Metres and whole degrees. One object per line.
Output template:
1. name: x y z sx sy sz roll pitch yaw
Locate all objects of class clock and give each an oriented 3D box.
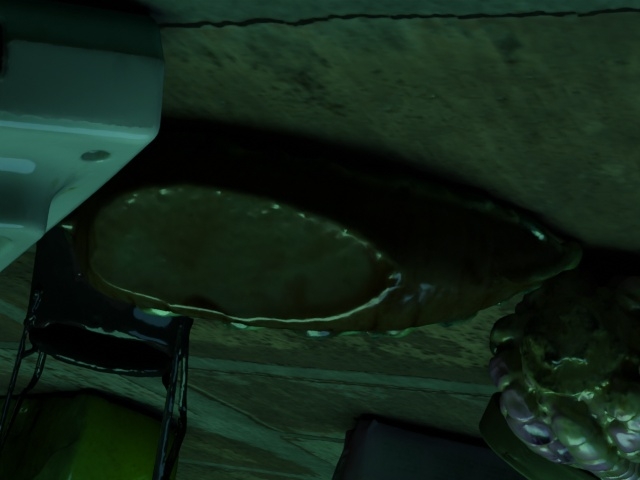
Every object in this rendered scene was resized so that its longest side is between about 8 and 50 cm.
1. clock: 0.239 0.186 1.047 0.235 0.029 0.235 23 -171 -4
2. clock: -0.231 -0.035 0.593 0.262 0.116 0.231 2 168 -31

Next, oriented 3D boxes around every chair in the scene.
1. chair: -0.159 0.067 0.993 0.140 0.221 0.145 12 -155 -3

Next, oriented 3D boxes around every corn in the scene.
1. corn: 0.214 0.115 0.859 0.127 0.126 0.335 1 160 31

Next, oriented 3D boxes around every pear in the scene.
1. pear: -0.335 0.362 1.677 0.238 0.318 0.342 28 158 -31

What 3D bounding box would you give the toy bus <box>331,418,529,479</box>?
1. toy bus: 0.192 0.308 1.397 0.386 0.162 0.171 13 165 -4

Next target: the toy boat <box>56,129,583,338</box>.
1. toy boat: 0.002 0.003 0.705 0.293 0.108 0.099 6 -164 1
